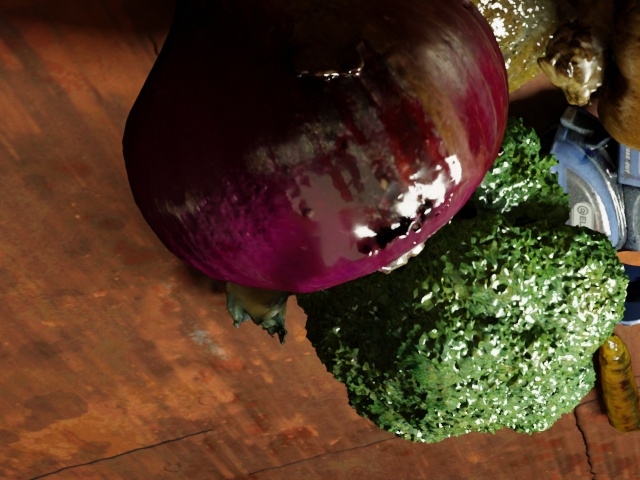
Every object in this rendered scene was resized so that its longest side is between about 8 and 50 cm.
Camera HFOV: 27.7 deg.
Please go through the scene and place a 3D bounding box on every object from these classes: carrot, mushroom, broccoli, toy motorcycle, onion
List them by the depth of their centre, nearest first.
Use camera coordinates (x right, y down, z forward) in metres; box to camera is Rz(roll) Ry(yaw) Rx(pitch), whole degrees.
[{"bbox_3d":[-0.030,-0.153,1.121,0.347,0.348,0.385,-23,105,18],"label":"onion"},{"bbox_3d":[0.353,-0.211,1.242,0.278,0.163,0.297,-34,146,-13],"label":"mushroom"},{"bbox_3d":[0.144,0.060,1.424,0.321,0.310,0.413,-32,116,-7],"label":"broccoli"},{"bbox_3d":[0.346,-0.003,1.530,0.212,0.125,0.358,13,133,26],"label":"toy motorcycle"},{"bbox_3d":[0.479,0.230,2.071,0.066,0.066,0.314,-16,145,8],"label":"carrot"}]

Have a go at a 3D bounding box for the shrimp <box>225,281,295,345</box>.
[{"bbox_3d":[0.000,0.000,1.573,0.272,0.085,0.445,-9,148,-20],"label":"shrimp"}]

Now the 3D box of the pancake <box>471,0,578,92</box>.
[{"bbox_3d":[0.091,-0.222,1.305,0.356,0.065,0.356,-6,145,-5],"label":"pancake"}]
